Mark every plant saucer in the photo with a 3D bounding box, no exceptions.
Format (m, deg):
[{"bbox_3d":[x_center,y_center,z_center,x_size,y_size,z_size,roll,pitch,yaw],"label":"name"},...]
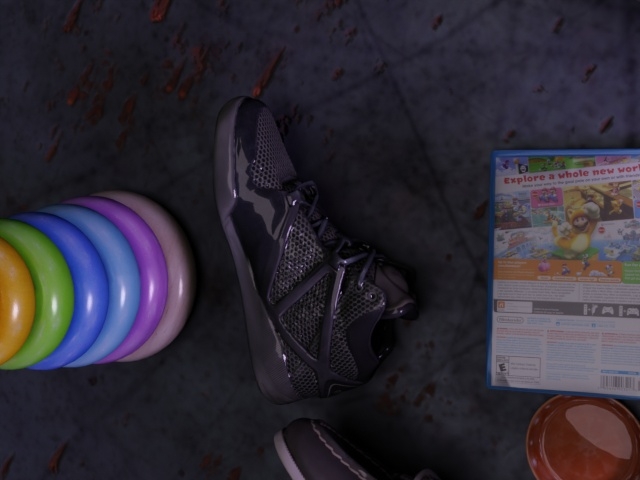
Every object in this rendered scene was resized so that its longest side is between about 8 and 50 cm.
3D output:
[{"bbox_3d":[0.184,0.143,0.767,0.084,0.013,0.083,2,96,23],"label":"plant saucer"}]

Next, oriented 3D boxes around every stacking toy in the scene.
[{"bbox_3d":[-0.224,0.042,0.764,0.141,0.330,0.141,3,96,24],"label":"stacking toy"}]

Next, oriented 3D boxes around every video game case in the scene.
[{"bbox_3d":[0.173,0.021,0.753,0.119,0.015,0.166,1,91,24],"label":"video game case"}]

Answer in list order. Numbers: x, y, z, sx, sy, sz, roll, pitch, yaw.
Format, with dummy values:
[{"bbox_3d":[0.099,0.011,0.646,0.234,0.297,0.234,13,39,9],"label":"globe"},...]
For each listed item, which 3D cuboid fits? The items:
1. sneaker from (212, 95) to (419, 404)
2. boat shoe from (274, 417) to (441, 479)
[{"bbox_3d":[0.000,0.000,0.798,0.130,0.087,0.227,-12,93,23],"label":"sneaker"},{"bbox_3d":[0.108,0.235,0.767,0.095,0.112,0.335,-42,83,4],"label":"boat shoe"}]
